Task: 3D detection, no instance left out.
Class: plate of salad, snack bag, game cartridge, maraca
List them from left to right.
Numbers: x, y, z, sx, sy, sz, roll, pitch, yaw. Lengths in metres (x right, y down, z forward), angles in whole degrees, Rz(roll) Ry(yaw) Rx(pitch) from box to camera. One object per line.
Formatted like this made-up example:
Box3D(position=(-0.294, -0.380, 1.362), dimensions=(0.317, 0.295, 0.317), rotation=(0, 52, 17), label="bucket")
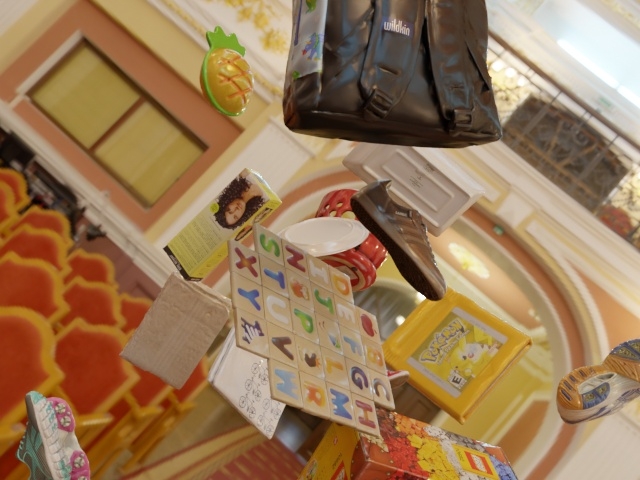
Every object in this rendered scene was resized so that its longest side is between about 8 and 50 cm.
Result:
Box3D(position=(-0.189, -0.340, 1.466), dimensions=(0.099, 0.185, 0.127), rotation=(-12, -15, 35), label="maraca")
Box3D(position=(-0.158, 0.330, 2.033), dimensions=(0.037, 0.342, 0.323), rotation=(-1, -41, 33), label="snack bag")
Box3D(position=(0.000, 0.000, 1.476), dimensions=(0.200, 0.200, 0.048), rotation=(31, -47, 57), label="plate of salad")
Box3D(position=(0.346, 0.286, 1.930), dimensions=(0.324, 0.285, 0.052), rotation=(34, -16, 42), label="game cartridge")

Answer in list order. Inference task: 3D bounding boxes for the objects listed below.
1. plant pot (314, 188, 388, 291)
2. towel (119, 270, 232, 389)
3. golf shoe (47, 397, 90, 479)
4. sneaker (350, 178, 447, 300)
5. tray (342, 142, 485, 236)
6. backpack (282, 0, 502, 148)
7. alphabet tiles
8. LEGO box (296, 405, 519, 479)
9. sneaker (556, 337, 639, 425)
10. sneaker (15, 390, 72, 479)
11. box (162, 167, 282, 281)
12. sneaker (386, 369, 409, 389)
Box3D(position=(0.063, 0.004, 1.636), dimensions=(0.191, 0.174, 0.191), rotation=(17, -33, 12), label="plant pot")
Box3D(position=(-0.367, 0.229, 1.874), dimensions=(0.187, 0.282, 0.049), rotation=(33, 8, -13), label="towel")
Box3D(position=(-0.687, 0.570, 1.936), dimensions=(0.140, 0.115, 0.306), rotation=(-30, -109, 63), label="golf shoe")
Box3D(position=(0.123, -0.007, 0.998), dimensions=(0.188, 0.071, 0.066), rotation=(52, -18, 9), label="sneaker")
Box3D(position=(0.187, -0.120, 1.425), dimensions=(0.270, 0.145, 0.030), rotation=(36, 21, -23), label="tray")
Box3D(position=(0.083, -0.305, 0.964), dimensions=(0.290, 0.355, 0.273), rotation=(2, 2, -20), label="backpack")
Box3D(position=(-0.006, 0.131, 1.073), dimensions=(0.343, 0.011, 0.285), rotation=(32, 37, -41), label="alphabet tiles")
Box3D(position=(0.117, 0.610, 1.476), dimensions=(0.373, 0.500, 0.193), rotation=(22, 20, -17), label="LEGO box")
Box3D(position=(0.647, 0.309, 1.587), dimensions=(0.131, 0.297, 0.111), rotation=(75, -4, -48), label="sneaker")
Box3D(position=(-0.477, 0.337, 1.217), dimensions=(0.065, 0.076, 0.166), rotation=(142, -68, -86), label="sneaker")
Box3D(position=(-0.187, -0.027, 1.382), dimensions=(0.087, 0.232, 0.058), rotation=(50, 14, 18), label="box")
Box3D(position=(0.110, 0.260, 1.409), dimensions=(0.042, 0.119, 0.067), rotation=(57, 12, -48), label="sneaker")
